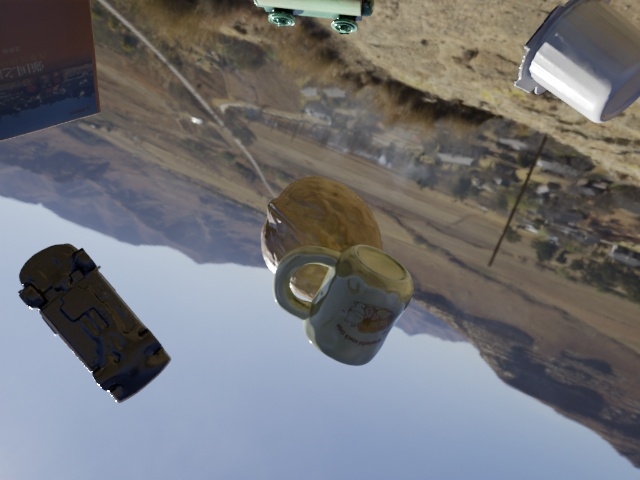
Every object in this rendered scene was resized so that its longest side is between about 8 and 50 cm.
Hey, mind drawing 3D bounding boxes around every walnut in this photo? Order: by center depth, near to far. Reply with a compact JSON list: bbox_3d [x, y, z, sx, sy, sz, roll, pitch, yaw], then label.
[{"bbox_3d":[0.000,0.000,1.274,0.313,0.277,0.252,37,-145,-6],"label":"walnut"}]

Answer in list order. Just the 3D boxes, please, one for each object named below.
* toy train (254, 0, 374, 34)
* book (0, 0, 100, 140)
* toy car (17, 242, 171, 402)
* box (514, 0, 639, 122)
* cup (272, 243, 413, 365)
[{"bbox_3d":[-0.020,-0.557,1.173,0.285,0.116,0.177,9,-178,5],"label":"toy train"},{"bbox_3d":[-0.468,-0.299,0.769,0.028,0.262,0.374,48,145,17],"label":"book"},{"bbox_3d":[-0.283,0.100,0.654,0.210,0.089,0.108,53,162,-9],"label":"toy car"},{"bbox_3d":[0.592,-0.370,1.138,0.206,0.262,0.291,55,166,26],"label":"box"},{"bbox_3d":[0.045,0.104,1.062,0.255,0.202,0.173,33,-158,15],"label":"cup"}]
